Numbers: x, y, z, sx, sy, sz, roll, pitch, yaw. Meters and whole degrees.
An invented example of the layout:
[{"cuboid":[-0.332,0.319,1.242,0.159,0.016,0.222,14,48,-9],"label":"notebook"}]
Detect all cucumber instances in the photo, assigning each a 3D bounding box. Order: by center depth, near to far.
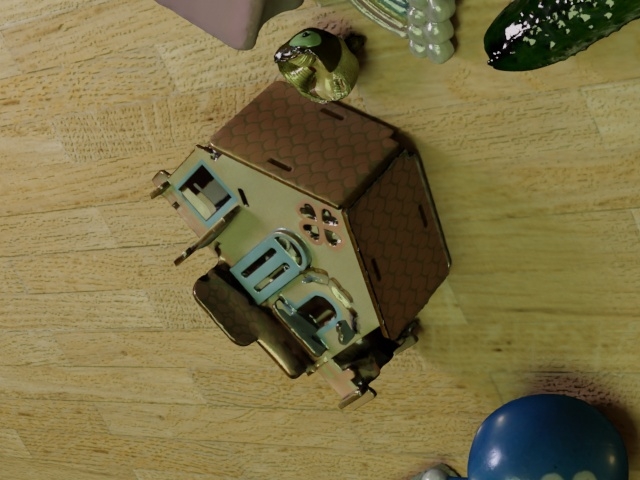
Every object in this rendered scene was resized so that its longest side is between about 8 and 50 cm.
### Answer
[{"cuboid":[0.220,-0.194,1.218,0.227,0.069,0.069,-25,105,46],"label":"cucumber"}]

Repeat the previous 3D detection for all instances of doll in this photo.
[{"cuboid":[0.216,0.263,1.551,0.215,0.161,0.257,10,148,0],"label":"doll"}]

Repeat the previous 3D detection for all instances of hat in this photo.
[{"cuboid":[0.002,-0.175,1.438,0.076,0.059,0.077,45,150,-25],"label":"hat"}]

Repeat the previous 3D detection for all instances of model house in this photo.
[{"cuboid":[0.000,0.000,1.508,0.326,0.169,0.244,49,140,-3],"label":"model house"}]

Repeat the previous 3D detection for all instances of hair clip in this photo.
[{"cuboid":[0.067,-0.263,1.313,0.140,0.054,0.220,23,141,16],"label":"hair clip"}]

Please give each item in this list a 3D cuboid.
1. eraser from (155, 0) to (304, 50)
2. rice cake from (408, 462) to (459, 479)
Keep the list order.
[{"cuboid":[-0.114,-0.381,1.310,0.272,0.122,0.359,35,141,14],"label":"eraser"},{"cuboid":[0.100,0.324,1.785,0.063,0.069,0.206,49,139,0],"label":"rice cake"}]
